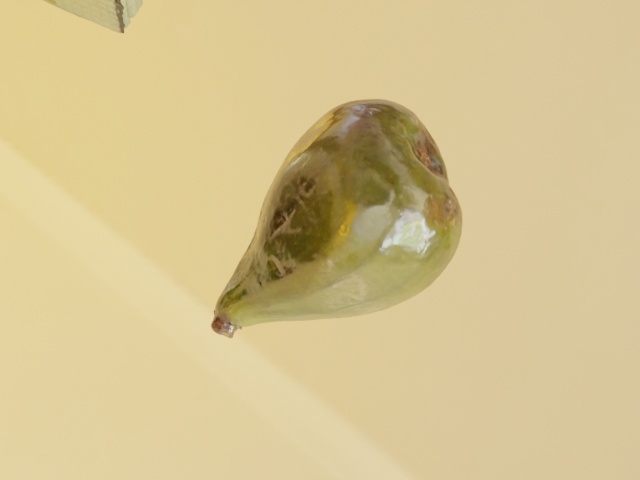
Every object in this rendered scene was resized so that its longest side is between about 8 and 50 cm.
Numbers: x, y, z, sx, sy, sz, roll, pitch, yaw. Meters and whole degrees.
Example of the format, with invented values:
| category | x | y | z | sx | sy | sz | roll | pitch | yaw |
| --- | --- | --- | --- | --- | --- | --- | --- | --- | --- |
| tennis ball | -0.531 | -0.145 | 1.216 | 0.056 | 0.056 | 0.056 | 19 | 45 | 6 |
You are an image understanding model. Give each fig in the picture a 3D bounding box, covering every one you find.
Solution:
| category | x | y | z | sx | sy | sz | roll | pitch | yaw |
| --- | --- | --- | --- | --- | --- | --- | --- | --- | --- |
| fig | 0.013 | -0.004 | 1.181 | 0.126 | 0.185 | 0.133 | -14 | -114 | -46 |

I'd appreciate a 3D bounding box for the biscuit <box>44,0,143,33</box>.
| category | x | y | z | sx | sy | sz | roll | pitch | yaw |
| --- | --- | --- | --- | --- | --- | --- | --- | --- | --- |
| biscuit | -0.197 | -0.244 | 1.181 | 0.150 | 0.252 | 0.052 | 26 | -113 | 15 |
